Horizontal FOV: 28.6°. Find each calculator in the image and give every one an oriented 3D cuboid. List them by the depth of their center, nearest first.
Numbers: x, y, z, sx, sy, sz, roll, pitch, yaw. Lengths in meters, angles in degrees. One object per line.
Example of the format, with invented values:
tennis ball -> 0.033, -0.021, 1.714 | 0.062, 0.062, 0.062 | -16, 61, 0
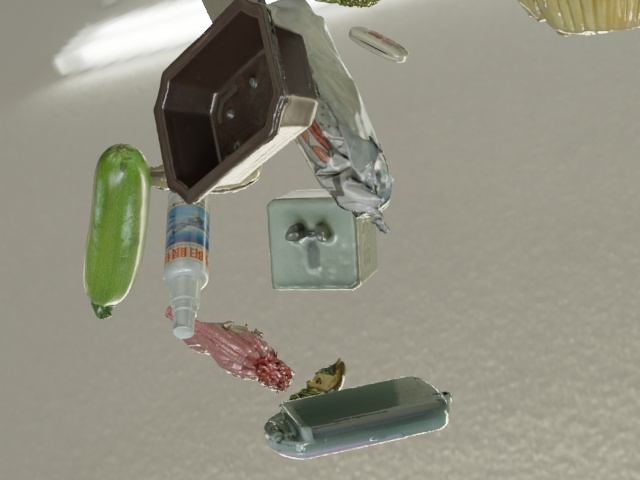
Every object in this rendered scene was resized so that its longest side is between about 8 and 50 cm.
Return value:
calculator -> 0.050, 0.220, 1.576 | 0.246, 0.045, 0.141 | -11, -169, -13

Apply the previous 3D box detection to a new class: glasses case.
glasses case -> 0.075, -0.253, 1.616 | 0.083, 0.021, 0.032 | 29, -149, 13

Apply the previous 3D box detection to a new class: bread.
bread -> 0.373, -0.453, 1.919 | 0.236, 0.183, 0.388 | -18, -144, -20
bread -> -0.203, -0.107, 2.168 | 0.214, 0.053, 0.073 | 0, -161, 18

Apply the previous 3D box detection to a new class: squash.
squash -> -0.336, -0.008, 2.061 | 0.101, 0.378, 0.101 | 10, -140, -8

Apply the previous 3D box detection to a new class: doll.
doll -> 0.009, 0.217, 1.710 | 0.113, 0.076, 0.078 | -40, -177, -30

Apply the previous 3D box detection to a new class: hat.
hat -> -0.166, 0.218, 2.535 | 0.286, 0.237, 0.107 | 25, -97, 30

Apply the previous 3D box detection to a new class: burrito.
burrito -> 0.002, -0.179, 1.662 | 0.101, 0.139, 0.445 | -40, -132, 20

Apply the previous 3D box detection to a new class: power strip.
power strip -> 0.000, 0.000, 1.865 | 0.139, 0.140, 0.224 | 0, -172, 12

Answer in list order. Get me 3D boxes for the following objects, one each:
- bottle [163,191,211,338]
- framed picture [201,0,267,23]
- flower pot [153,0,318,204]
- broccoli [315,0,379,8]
bottle -> -0.169, 0.027, 1.589 | 0.060, 0.060, 0.217 | -15, -128, 16
framed picture -> -0.126, -0.347, 2.026 | 0.014, 0.338, 0.255 | -24, 179, -19
flower pot -> -0.091, -0.155, 1.444 | 0.084, 0.178, 0.251 | 3, 155, -38
broccoli -> 0.018, -0.312, 1.391 | 0.131, 0.120, 0.130 | 4, -120, 1
